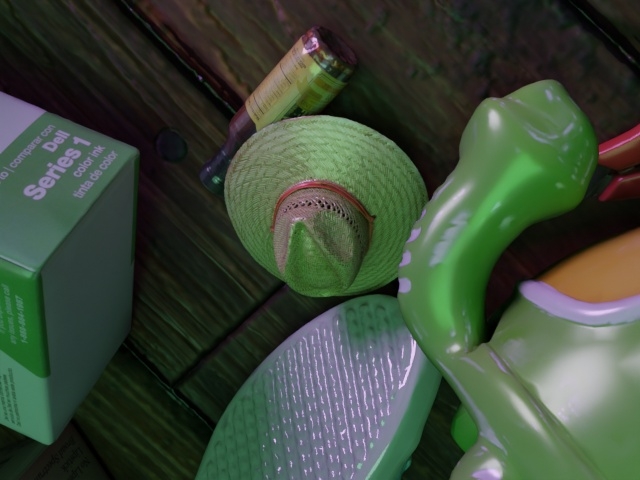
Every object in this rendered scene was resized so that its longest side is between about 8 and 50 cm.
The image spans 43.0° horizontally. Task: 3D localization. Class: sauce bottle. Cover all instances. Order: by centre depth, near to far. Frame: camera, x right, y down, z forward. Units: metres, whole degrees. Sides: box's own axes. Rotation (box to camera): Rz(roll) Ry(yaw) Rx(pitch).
[{"bbox_3d":[-0.030,-0.078,0.520,0.042,0.042,0.128,43,119,-4],"label":"sauce bottle"}]

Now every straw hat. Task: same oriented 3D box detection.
[{"bbox_3d":[0.000,0.000,0.507,0.144,0.061,0.145,6,129,7],"label":"straw hat"}]

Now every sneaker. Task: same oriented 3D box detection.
[{"bbox_3d":[-0.009,0.206,0.595,0.135,0.150,0.366,41,104,41],"label":"sneaker"}]

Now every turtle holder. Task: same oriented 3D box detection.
[{"bbox_3d":[0.188,0.087,0.448,0.227,0.243,0.320,-41,58,7],"label":"turtle holder"}]

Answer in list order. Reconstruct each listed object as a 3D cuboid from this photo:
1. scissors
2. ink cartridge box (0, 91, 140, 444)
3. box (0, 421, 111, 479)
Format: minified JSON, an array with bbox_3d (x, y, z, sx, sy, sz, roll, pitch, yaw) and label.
[{"bbox_3d":[0.161,-0.046,0.497,0.296,0.021,0.109,-7,117,19],"label":"scissors"},{"bbox_3d":[-0.270,-0.010,0.527,0.278,0.117,0.201,23,139,4],"label":"ink cartridge box"},{"bbox_3d":[-0.215,0.290,0.643,0.126,0.149,0.232,-25,103,21],"label":"box"}]
